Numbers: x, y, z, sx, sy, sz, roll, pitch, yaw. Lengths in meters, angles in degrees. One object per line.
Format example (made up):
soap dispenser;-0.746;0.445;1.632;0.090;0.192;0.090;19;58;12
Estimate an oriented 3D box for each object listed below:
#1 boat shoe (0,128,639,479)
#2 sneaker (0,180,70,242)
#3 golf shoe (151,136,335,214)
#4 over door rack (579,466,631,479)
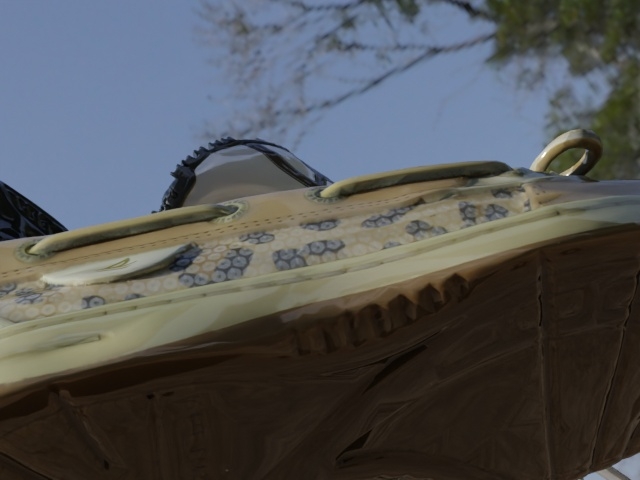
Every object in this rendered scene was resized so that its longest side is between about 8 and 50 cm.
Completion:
boat shoe;0.016;0.018;0.418;0.285;0.089;0.105;-7;-50;-19
sneaker;-0.244;-0.010;0.738;0.130;0.087;0.227;-39;-66;22
golf shoe;0.000;0.000;0.770;0.198;0.094;0.077;13;-76;-47
over door rack;0.269;0.210;0.897;0.108;0.324;0.239;14;-19;-39
